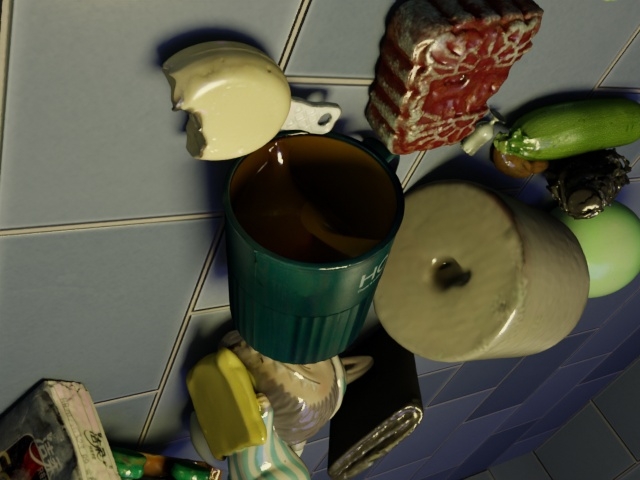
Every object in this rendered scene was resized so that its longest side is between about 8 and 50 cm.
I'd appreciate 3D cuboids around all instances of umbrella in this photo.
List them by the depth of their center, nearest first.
[{"bbox_3d":[0.473,-0.106,1.307,0.154,0.128,0.336,0,-167,33],"label":"umbrella"}]

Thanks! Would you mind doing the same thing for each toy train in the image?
[{"bbox_3d":[-0.384,0.509,1.447,0.429,0.249,0.178,23,77,-36],"label":"toy train"}]

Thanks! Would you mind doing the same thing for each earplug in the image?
[{"bbox_3d":[0.329,0.065,1.332,0.394,0.313,0.313,8,132,-48],"label":"earplug"}]

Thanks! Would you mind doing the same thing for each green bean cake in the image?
[{"bbox_3d":[0.176,-0.230,0.993,0.198,0.097,0.233,-14,144,-25],"label":"green bean cake"}]

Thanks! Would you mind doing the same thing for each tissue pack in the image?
[{"bbox_3d":[-0.510,0.441,1.214,0.361,0.259,0.122,-39,154,16],"label":"tissue pack"}]

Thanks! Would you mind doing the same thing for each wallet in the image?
[{"bbox_3d":[0.110,0.311,1.479,0.228,0.062,0.406,-43,-170,16],"label":"wallet"}]

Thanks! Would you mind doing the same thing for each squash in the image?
[{"bbox_3d":[0.455,-0.200,1.264,0.378,0.101,0.101,-13,144,-28],"label":"squash"}]

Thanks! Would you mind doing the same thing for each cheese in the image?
[{"bbox_3d":[-0.074,-0.178,0.884,0.248,0.071,0.163,-14,146,-24],"label":"cheese"}]

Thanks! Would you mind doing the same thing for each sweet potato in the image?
[{"bbox_3d":[0.371,-0.141,1.320,0.182,0.054,0.053,4,143,-46],"label":"sweet potato"}]

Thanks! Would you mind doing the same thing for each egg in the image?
[{"bbox_3d":[0.581,0.015,1.548,0.269,0.220,0.220,-9,142,-25],"label":"egg"}]

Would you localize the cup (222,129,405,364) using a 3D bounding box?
[{"bbox_3d":[-0.019,-0.001,1.070,0.242,0.308,0.292,9,142,-1],"label":"cup"}]

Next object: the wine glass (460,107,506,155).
[{"bbox_3d":[0.272,-0.181,1.195,0.039,0.042,0.083,29,121,-22],"label":"wine glass"}]

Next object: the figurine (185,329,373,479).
[{"bbox_3d":[-0.023,0.313,1.347,0.377,0.362,0.266,-16,-177,-31],"label":"figurine"}]

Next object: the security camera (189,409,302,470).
[{"bbox_3d":[-0.167,0.403,1.509,0.194,0.195,0.236,-41,143,16],"label":"security camera"}]
